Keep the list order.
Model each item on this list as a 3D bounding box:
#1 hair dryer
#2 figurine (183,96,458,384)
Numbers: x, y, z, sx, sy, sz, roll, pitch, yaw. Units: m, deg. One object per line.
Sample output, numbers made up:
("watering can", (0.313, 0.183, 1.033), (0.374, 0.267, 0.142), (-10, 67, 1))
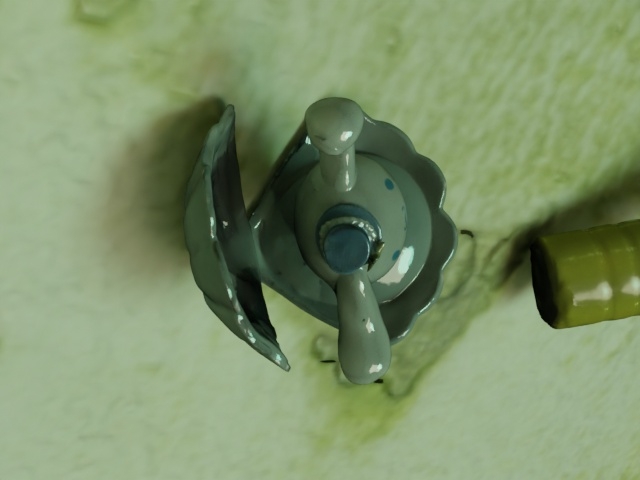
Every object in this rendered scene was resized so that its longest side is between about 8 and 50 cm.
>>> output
("hair dryer", (0.226, -0.002, 0.676), (0.279, 0.090, 0.135), (-10, 166, -5))
("figurine", (0.000, 0.000, 0.492), (0.082, 0.094, 0.086), (-14, 175, 7))
